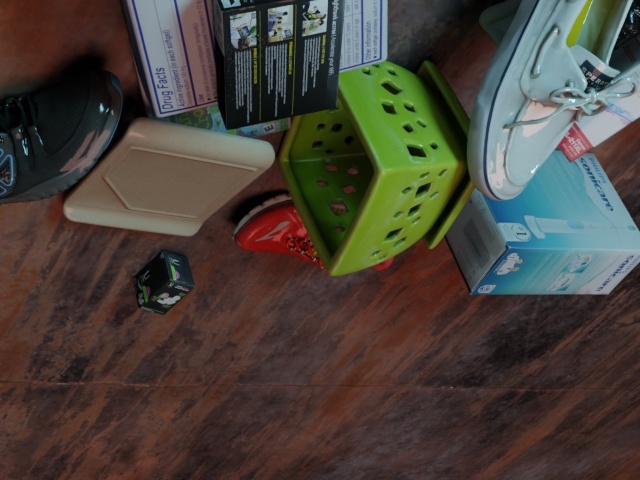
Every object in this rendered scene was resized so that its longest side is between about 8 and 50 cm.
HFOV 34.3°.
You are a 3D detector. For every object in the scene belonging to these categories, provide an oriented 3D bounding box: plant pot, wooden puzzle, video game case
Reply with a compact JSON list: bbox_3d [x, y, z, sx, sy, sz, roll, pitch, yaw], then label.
[{"bbox_3d":[0.092,-0.110,1.434,0.207,0.227,0.228,-7,145,-28],"label":"plant pot"},{"bbox_3d":[-0.213,-0.087,1.433,0.220,0.044,0.238,8,148,-35],"label":"wooden puzzle"},{"bbox_3d":[-0.137,-0.200,1.358,0.193,0.023,0.212,-14,146,-9],"label":"video game case"}]

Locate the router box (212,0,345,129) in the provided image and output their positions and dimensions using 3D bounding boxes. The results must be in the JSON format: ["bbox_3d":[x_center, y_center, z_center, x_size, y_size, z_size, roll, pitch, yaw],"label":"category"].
[{"bbox_3d":[-0.045,-0.204,1.116,0.133,0.046,0.179,-13,146,-13],"label":"router box"}]

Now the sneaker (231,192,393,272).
[{"bbox_3d":[0.000,0.000,1.622,0.278,0.118,0.107,1,140,-29],"label":"sneaker"}]

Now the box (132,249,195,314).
[{"bbox_3d":[-0.247,0.066,1.635,0.083,0.062,0.052,-40,140,27],"label":"box"}]

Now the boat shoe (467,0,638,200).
[{"bbox_3d":[0.311,-0.206,1.277,0.135,0.156,0.367,14,102,-43],"label":"boat shoe"}]

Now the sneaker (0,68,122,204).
[{"bbox_3d":[-0.394,-0.111,1.261,0.340,0.125,0.139,-32,140,12],"label":"sneaker"}]

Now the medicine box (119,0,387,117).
[{"bbox_3d":[-0.080,-0.303,1.134,0.289,0.149,0.264,-15,146,-8],"label":"medicine box"}]

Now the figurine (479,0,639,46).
[{"bbox_3d":[0.349,-0.306,1.425,0.209,0.092,0.215,-40,141,14],"label":"figurine"}]

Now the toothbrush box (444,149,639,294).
[{"bbox_3d":[0.347,-0.033,1.673,0.295,0.216,0.126,0,142,-29],"label":"toothbrush box"}]

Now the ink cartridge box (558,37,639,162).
[{"bbox_3d":[0.418,-0.209,1.532,0.175,0.127,0.072,-35,105,20],"label":"ink cartridge box"}]
